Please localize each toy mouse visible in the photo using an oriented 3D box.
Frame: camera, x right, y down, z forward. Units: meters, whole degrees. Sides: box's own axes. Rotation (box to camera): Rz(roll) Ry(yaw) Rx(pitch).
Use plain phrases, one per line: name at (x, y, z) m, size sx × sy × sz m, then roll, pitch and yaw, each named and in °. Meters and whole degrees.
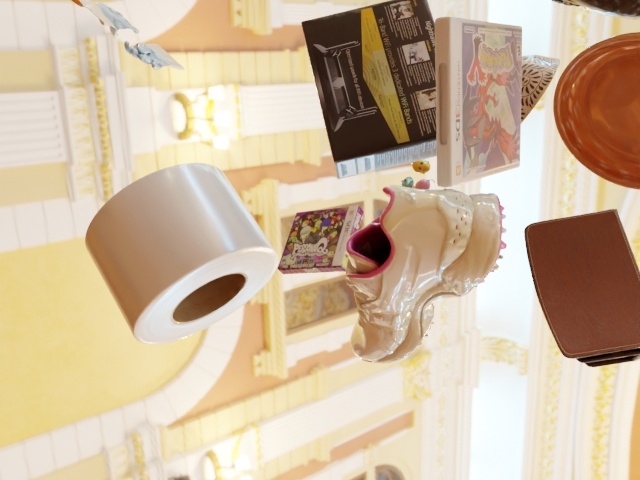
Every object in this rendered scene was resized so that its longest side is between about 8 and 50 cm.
toy mouse at (0.239, -0.141, 1.630) m, size 0.143 × 0.031 × 0.161 m, roll -69°, pitch -156°, yaw 13°

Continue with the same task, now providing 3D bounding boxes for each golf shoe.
golf shoe at (0.078, 0.040, 0.713) m, size 0.306 × 0.140 × 0.115 m, roll 119°, pitch -19°, yaw -47°

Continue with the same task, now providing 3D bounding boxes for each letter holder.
letter holder at (0.557, 0.112, 1.367) m, size 0.152 × 0.215 × 0.301 m, roll 76°, pitch 5°, yaw -65°

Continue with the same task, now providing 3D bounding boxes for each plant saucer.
plant saucer at (0.376, -0.151, 0.743) m, size 0.200 × 0.037 × 0.200 m, roll 31°, pitch -35°, yaw 24°

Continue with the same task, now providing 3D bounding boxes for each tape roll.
tape roll at (-0.209, 0.023, 0.974) m, size 0.169 × 0.246 × 0.246 m, roll 54°, pitch -41°, yaw 20°

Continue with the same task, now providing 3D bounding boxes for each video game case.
video game case at (0.196, -0.168, 0.764) m, size 0.023 × 0.201 × 0.183 m, roll 7°, pitch -74°, yaw 38°
video game case at (0.000, 0.000, 1.879) m, size 0.232 × 0.042 × 0.210 m, roll -4°, pitch -125°, yaw 35°

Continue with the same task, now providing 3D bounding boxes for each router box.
router box at (0.113, -0.290, 1.181) m, size 0.081 × 0.243 × 0.308 m, roll 71°, pitch 7°, yaw -71°

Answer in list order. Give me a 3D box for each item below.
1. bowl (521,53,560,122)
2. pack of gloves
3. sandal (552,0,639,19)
bowl at (0.362, -0.288, 1.193) m, size 0.080 × 0.170 × 0.170 m, roll 32°, pitch -44°, yaw -1°
pack of gloves at (-0.389, -0.398, 1.274) m, size 0.195 × 0.232 × 0.046 m, roll 42°, pitch -78°, yaw -7°
sandal at (0.257, -0.363, 0.756) m, size 0.107 × 0.446 × 0.167 m, roll -65°, pitch 162°, yaw -73°
